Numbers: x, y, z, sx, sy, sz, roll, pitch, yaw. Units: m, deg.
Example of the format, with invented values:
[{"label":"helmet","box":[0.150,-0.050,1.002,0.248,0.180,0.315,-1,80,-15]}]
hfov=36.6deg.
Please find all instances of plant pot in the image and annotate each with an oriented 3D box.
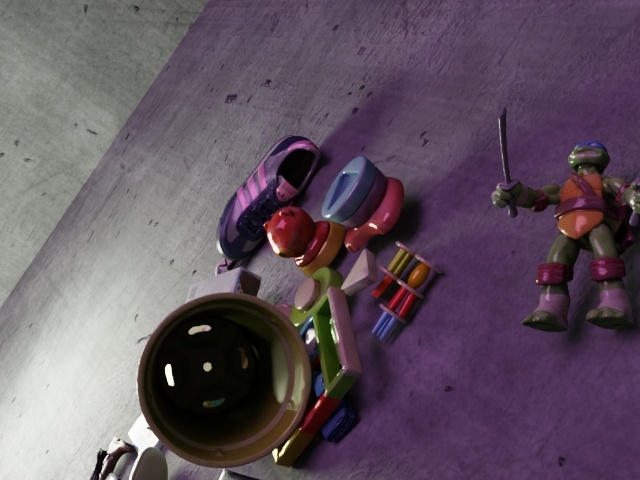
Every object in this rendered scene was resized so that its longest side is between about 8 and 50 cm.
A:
[{"label":"plant pot","box":[-0.178,0.222,1.638,0.276,0.276,0.254,-59,11,-8]}]

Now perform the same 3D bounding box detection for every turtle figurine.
[{"label":"turtle figurine","box":[0.318,-0.029,1.233,0.274,0.198,0.266,77,-162,-72]}]

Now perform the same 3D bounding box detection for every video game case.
[{"label":"video game case","box":[-0.340,0.376,2.038,0.157,0.019,0.143,-55,28,-1]}]

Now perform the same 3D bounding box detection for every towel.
[{"label":"towel","box":[0.020,0.271,1.581,0.067,0.029,0.119,-53,28,18]}]

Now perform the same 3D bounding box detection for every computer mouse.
[{"label":"computer mouse","box":[-0.432,0.509,1.975,0.193,0.042,0.106,23,86,52]}]

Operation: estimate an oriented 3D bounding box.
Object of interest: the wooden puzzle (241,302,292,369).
[{"label":"wooden puzzle","box":[-0.142,0.249,1.852,0.221,0.044,0.238,-18,49,48]}]

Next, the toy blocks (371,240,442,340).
[{"label":"toy blocks","box":[0.121,0.085,1.603,0.148,0.054,0.123,-55,29,2]}]

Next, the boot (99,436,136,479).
[{"label":"boot","box":[-0.441,0.481,2.062,0.106,0.037,0.114,-5,56,61]}]

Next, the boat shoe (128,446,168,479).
[{"label":"boat shoe","box":[-0.351,0.504,1.846,0.079,0.084,0.233,-30,40,38]}]

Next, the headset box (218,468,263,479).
[{"label":"headset box","box":[-0.074,0.482,1.389,0.283,0.131,0.246,-8,52,54]}]

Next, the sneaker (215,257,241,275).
[{"label":"sneaker","box":[-0.199,0.047,2.155,0.044,0.040,0.109,-12,50,49]}]

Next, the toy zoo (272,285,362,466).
[{"label":"toy zoo","box":[-0.028,0.242,1.623,0.293,0.030,0.192,-57,27,31]}]

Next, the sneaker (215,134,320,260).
[{"label":"sneaker","box":[-0.114,-0.092,2.098,0.319,0.112,0.131,-59,25,-6]}]

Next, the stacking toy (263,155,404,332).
[{"label":"stacking toy","box":[0.000,0.000,1.740,0.309,0.130,0.279,-41,24,42]}]

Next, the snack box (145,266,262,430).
[{"label":"snack box","box":[-0.227,0.220,1.898,0.187,0.060,0.321,-19,49,49]}]
